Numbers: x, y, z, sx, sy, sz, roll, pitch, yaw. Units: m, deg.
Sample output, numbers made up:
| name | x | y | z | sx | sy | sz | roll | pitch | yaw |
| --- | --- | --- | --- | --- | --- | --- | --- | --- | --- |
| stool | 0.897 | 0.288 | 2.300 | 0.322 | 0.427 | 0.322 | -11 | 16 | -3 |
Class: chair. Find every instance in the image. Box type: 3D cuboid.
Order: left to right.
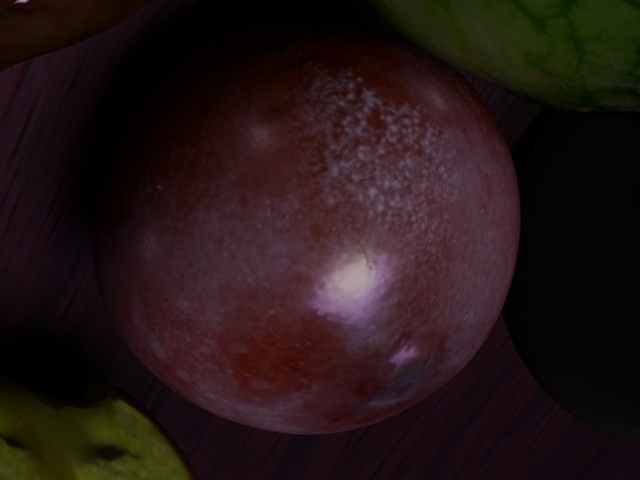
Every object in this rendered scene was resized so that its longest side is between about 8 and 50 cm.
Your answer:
| name | x | y | z | sx | sy | sz | roll | pitch | yaw |
| --- | --- | --- | --- | --- | --- | --- | --- | --- | --- |
| chair | 0.384 | 0.027 | 1.050 | 0.410 | 0.365 | 0.362 | 16 | 122 | -44 |

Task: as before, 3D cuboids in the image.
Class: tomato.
| name | x | y | z | sx | sy | sz | roll | pitch | yaw |
| --- | --- | --- | --- | --- | --- | --- | --- | --- | --- |
| tomato | 0.000 | 0.000 | 0.777 | 0.270 | 0.227 | 0.270 | -22 | 146 | -16 |

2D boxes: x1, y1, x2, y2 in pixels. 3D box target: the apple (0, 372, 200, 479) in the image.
| name | x | y | z | sx | sy | sz | roll | pitch | yaw |
| --- | --- | --- | --- | --- | --- | --- | --- | --- | --- |
| apple | -0.227 | 0.241 | 0.825 | 0.374 | 0.374 | 0.384 | -16 | 103 | -27 |

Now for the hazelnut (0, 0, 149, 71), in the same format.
| name | x | y | z | sx | sy | sz | roll | pitch | yaw |
| --- | --- | --- | --- | --- | --- | --- | --- | --- | --- |
| hazelnut | -0.136 | -0.157 | 0.512 | 0.201 | 0.170 | 0.160 | -40 | 147 | -20 |

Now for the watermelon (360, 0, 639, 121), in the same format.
| name | x | y | z | sx | sy | sz | roll | pitch | yaw |
| --- | --- | --- | --- | --- | --- | --- | --- | --- | --- |
| watermelon | 0.124 | -0.227 | 0.513 | 0.363 | 0.363 | 0.363 | -23 | 144 | -18 |
